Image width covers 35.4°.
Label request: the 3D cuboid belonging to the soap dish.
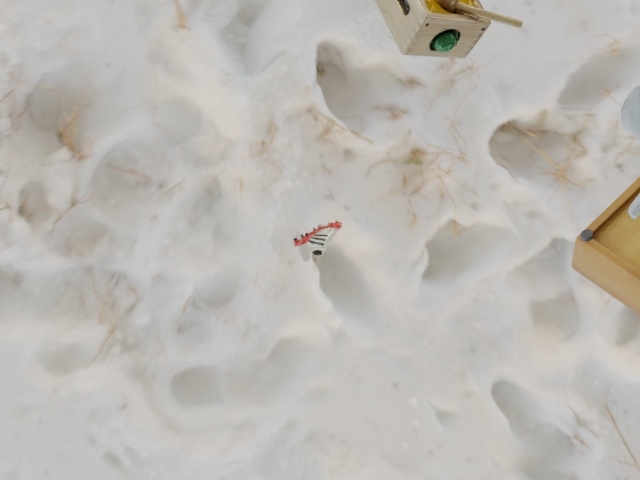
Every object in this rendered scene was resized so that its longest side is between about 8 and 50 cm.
[{"bbox_3d":[0.590,-0.016,1.682,0.291,0.229,0.118,-43,131,-3],"label":"soap dish"}]

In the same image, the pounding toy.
[{"bbox_3d":[0.169,-0.307,1.339,0.130,0.141,0.100,-4,147,-31],"label":"pounding toy"}]

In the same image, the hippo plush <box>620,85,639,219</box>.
[{"bbox_3d":[0.562,-0.157,1.338,0.237,0.294,0.234,21,127,-5],"label":"hippo plush"}]

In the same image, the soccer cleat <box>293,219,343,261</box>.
[{"bbox_3d":[0.000,0.000,1.256,0.029,0.083,0.035,-14,101,46],"label":"soccer cleat"}]
